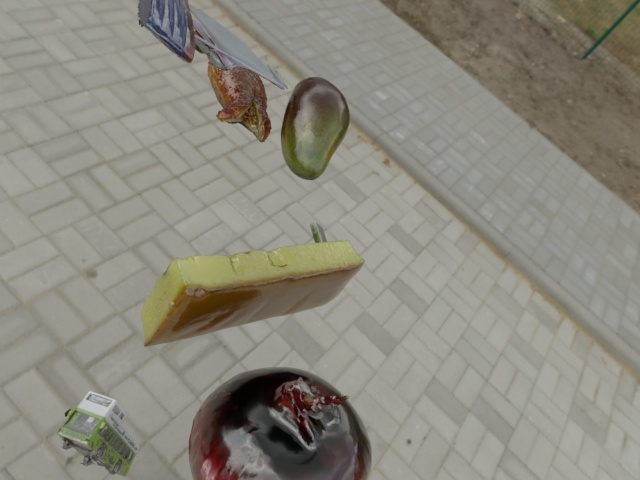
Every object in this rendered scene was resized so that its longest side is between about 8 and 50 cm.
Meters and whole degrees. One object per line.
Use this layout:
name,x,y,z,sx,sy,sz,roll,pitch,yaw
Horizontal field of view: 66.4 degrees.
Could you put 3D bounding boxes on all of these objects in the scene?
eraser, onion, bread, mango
eraser,0.000,0.000,1.105,0.038,0.019,0.083,41,25,-51
onion,-0.048,0.276,0.713,0.273,0.285,0.273,14,28,-8
bread,-0.094,0.072,0.773,0.361,0.138,0.077,-6,56,-46
mango,-0.009,-0.237,0.989,0.133,0.111,0.267,14,56,-9
bread,-0.173,-0.323,1.071,0.139,0.095,0.269,18,34,-37

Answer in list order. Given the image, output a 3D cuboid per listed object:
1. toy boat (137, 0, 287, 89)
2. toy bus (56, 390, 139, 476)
toy boat,-0.194,-0.383,0.902,0.318,0.072,0.219,-10,64,-54
toy bus,-0.591,0.540,1.336,0.113,0.301,0.139,15,51,11
